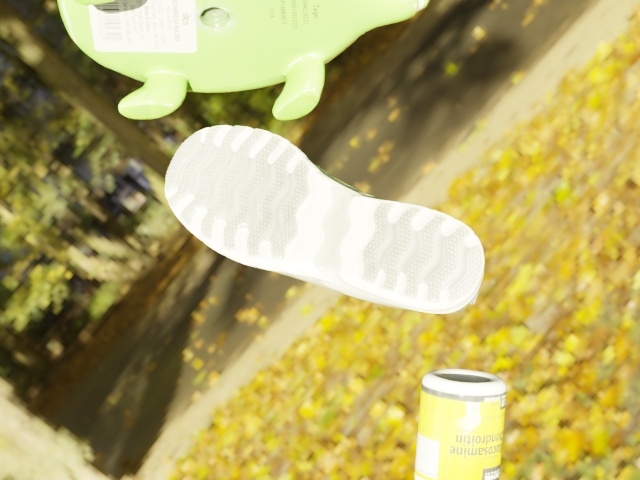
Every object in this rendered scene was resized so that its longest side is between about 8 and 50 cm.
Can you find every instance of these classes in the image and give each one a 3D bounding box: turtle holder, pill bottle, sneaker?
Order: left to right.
[{"bbox_3d":[-0.061,-0.259,1.180,0.320,0.243,0.227,-17,56,22],"label":"turtle holder"},{"bbox_3d":[0.000,0.000,1.129,0.105,0.281,0.115,-61,-20,-10],"label":"sneaker"},{"bbox_3d":[0.167,0.252,1.699,0.103,0.103,0.184,-119,32,-82],"label":"pill bottle"}]
